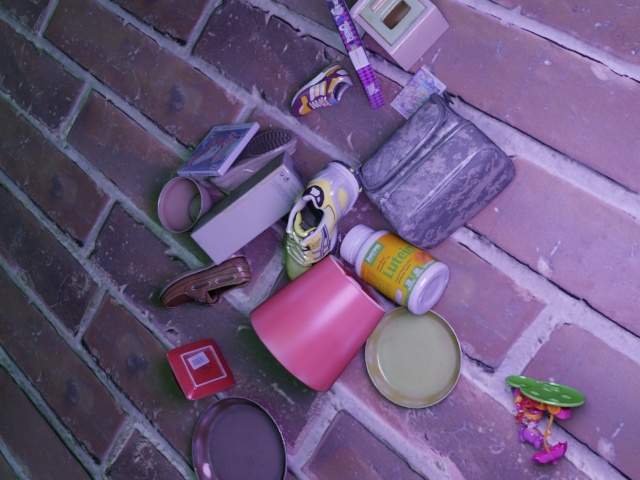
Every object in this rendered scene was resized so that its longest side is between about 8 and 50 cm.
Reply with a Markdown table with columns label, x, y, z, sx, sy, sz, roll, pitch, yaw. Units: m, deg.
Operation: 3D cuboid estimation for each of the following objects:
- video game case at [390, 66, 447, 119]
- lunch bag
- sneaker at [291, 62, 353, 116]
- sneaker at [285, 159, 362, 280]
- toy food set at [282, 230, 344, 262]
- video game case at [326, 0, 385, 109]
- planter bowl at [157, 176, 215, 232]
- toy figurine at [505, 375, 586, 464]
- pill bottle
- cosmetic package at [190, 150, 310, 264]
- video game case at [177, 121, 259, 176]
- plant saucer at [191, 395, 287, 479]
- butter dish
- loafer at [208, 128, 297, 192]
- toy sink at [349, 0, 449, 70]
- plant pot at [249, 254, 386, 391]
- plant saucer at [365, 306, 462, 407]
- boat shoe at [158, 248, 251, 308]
| label | x | y | z | sx | sy | sz | roll | pitch | yaw |
| --- | --- | --- | --- | --- | --- | --- | --- | --- | --- |
| video game case | 0.244 | -0.363 | 1.536 | 0.122 | 0.011 | 0.087 | -49 | 66 | 15 |
| lunch bag | 0.244 | -0.163 | 1.415 | 0.305 | 0.213 | 0.256 | -45 | 53 | 17 |
| sneaker | 0.001 | -0.384 | 1.634 | 0.185 | 0.070 | 0.083 | -42 | 63 | 19 |
| sneaker | -0.034 | -0.026 | 1.483 | 0.145 | 0.147 | 0.384 | 38 | 137 | 20 |
| toy food set | 0.000 | 0.000 | 1.621 | 0.192 | 0.039 | 0.132 | 40 | 111 | 20 |
| video game case | 0.089 | -0.459 | 1.503 | 0.042 | 0.232 | 0.210 | -24 | 75 | 9 |
| planter bowl | -0.375 | -0.097 | 1.782 | 0.162 | 0.109 | 0.161 | -3 | 83 | 28 |
| toy figurine | 0.463 | 0.389 | 1.301 | 0.173 | 0.130 | 0.159 | 13 | 101 | 50 |
| pill bottle | 0.169 | 0.059 | 1.458 | 0.246 | 0.136 | 0.136 | 33 | 100 | 32 |
| cosmetic package | -0.180 | -0.088 | 1.617 | 0.310 | 0.160 | 0.113 | -35 | 107 | 12 |
| video game case | -0.287 | -0.256 | 1.720 | 0.184 | 0.023 | 0.201 | 4 | 51 | 40 |
| plant saucer | -0.213 | 0.578 | 1.664 | 0.311 | 0.050 | 0.310 | -4 | 82 | 28 |
| butter dish | -0.349 | 0.376 | 1.717 | 0.118 | 0.160 | 0.159 | -49 | 64 | 41 |
| loafer | -0.180 | -0.219 | 1.704 | 0.269 | 0.092 | 0.101 | -25 | 48 | 8 |
| toy sink | 0.175 | -0.568 | 1.525 | 0.153 | 0.131 | 0.234 | -44 | 67 | 16 |
| plant pot | 0.007 | 0.184 | 1.481 | 0.243 | 0.275 | 0.275 | -46 | 66 | 4 |
| plant saucer | 0.224 | 0.276 | 1.469 | 0.241 | 0.037 | 0.240 | -3 | 83 | 28 |
| boat shoe | -0.332 | 0.135 | 1.736 | 0.307 | 0.111 | 0.104 | -30 | 71 | 22 |
